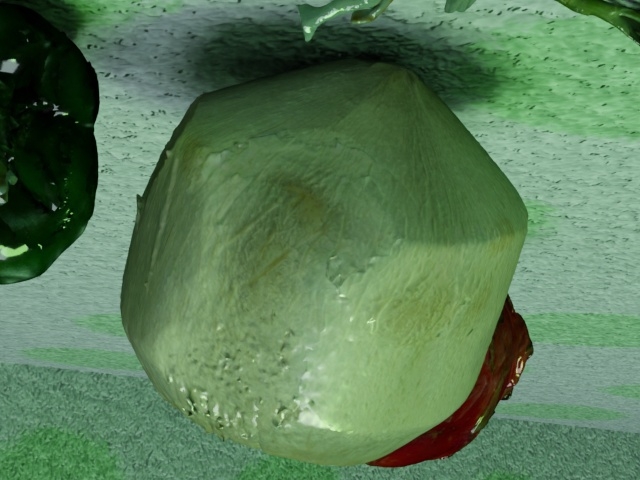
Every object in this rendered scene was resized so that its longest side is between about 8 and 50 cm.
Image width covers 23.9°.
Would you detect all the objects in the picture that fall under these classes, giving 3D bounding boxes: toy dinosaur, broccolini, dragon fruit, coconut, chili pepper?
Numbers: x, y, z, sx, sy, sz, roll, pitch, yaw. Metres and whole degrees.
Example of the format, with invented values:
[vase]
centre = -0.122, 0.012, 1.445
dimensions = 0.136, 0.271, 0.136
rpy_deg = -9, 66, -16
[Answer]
[toy dinosaur]
centre = 0.036, -0.145, 0.719
dimensions = 0.106, 0.044, 0.187
rpy_deg = -9, 154, 1
[broccolini]
centre = 0.155, -0.116, 0.807
dimensions = 0.140, 0.035, 0.030
rpy_deg = 14, 161, -32
[dragon fruit]
centre = 0.062, 0.091, 1.362
dimensions = 0.241, 0.241, 0.252
rpy_deg = -2, 165, 26
[coconut]
centre = 0.000, 0.000, 0.955
dimensions = 0.245, 0.247, 0.245
rpy_deg = 13, -163, -4
[chili pepper]
centre = -0.207, -0.062, 0.889
dimensions = 0.174, 0.165, 0.261
rpy_deg = 26, 166, -13
